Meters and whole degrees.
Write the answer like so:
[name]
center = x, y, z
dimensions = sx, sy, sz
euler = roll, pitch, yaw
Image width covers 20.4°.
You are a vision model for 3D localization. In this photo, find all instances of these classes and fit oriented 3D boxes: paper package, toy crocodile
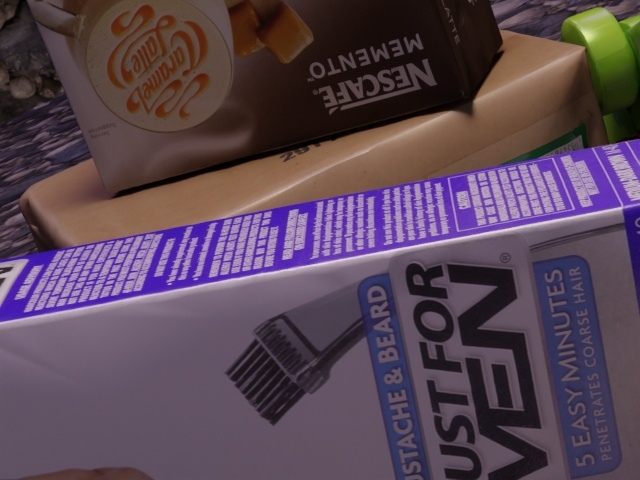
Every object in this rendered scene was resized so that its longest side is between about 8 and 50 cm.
[paper package]
center = 0.000, 0.000, 1.137
dimensions = 0.324, 0.168, 0.309
euler = -25, 18, -12
[toy crocodile]
center = 0.205, -0.097, 1.133
dimensions = 0.115, 0.105, 0.340
euler = -21, -3, -12

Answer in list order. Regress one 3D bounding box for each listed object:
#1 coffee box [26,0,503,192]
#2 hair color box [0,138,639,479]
[coffee box]
center = -0.033, -0.133, 1.062
dimensions = 0.246, 0.141, 0.098
euler = -12, 19, 25
[hair color box]
center = 0.005, 0.082, 0.739
dimensions = 0.338, 0.185, 0.110
euler = -11, 16, 6
